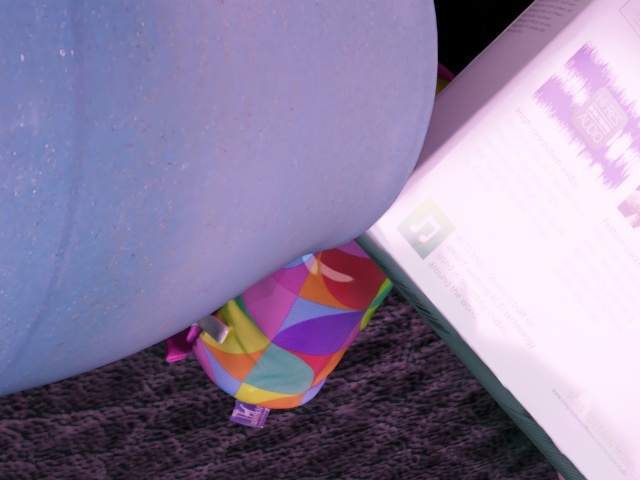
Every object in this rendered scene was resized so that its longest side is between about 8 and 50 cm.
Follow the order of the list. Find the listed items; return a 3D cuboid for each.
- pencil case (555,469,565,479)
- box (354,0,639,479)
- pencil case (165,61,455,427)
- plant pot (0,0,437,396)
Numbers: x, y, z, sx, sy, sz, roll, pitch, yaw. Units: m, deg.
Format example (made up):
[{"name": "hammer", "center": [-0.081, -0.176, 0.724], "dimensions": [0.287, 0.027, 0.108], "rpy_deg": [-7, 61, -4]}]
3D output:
[{"name": "pencil case", "center": [0.219, 0.055, 1.060], "dimensions": [0.183, 0.160, 0.410], "rpy_deg": [-22, 146, 1]}, {"name": "box", "center": [0.192, -0.043, 0.813], "dimensions": [0.322, 0.058, 0.232], "rpy_deg": [-43, 113, -5]}, {"name": "pencil case", "center": [0.000, 0.000, 0.939], "dimensions": [0.104, 0.104, 0.236], "rpy_deg": [4, 138, -30]}, {"name": "plant pot", "center": [-0.101, -0.070, 0.666], "dimensions": [0.255, 0.271, 0.271], "rpy_deg": [-7, 146, -41]}]
